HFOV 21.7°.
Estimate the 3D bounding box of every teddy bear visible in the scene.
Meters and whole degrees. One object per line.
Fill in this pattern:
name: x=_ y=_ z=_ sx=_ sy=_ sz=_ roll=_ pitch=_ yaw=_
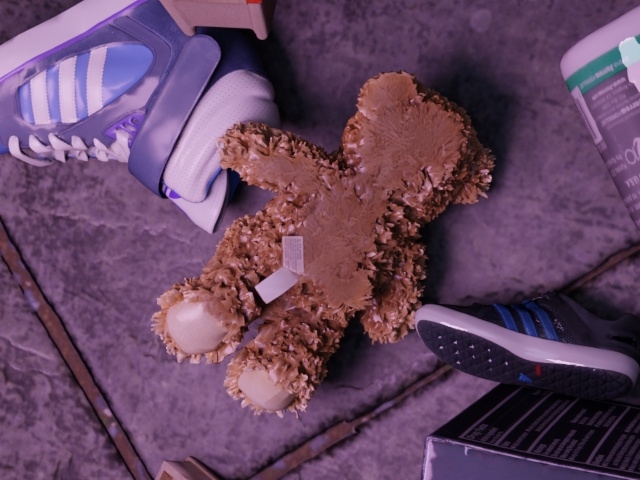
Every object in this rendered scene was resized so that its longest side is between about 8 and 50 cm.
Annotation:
teddy bear: x=0.000 y=0.000 z=1.496 sx=0.245 sy=0.113 sz=0.338 roll=22 pitch=96 yaw=-7

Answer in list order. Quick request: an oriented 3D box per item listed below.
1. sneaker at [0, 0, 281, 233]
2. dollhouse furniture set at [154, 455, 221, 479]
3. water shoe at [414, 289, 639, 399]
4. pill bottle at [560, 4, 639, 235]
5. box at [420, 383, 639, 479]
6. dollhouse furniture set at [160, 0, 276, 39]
sneaker: x=-0.193 y=-0.089 z=1.553 sx=0.323 sy=0.130 sz=0.236 roll=-31 pitch=80 yaw=11
dollhouse furniture set: x=-0.107 y=0.326 z=1.595 sx=0.161 sy=0.101 sz=0.182 roll=34 pitch=104 yaw=37
water shoe: x=0.186 y=0.083 z=1.485 sx=0.203 sy=0.073 sz=0.080 roll=16 pitch=54 yaw=12
pill bottle: x=0.359 y=-0.032 z=1.354 sx=0.204 sy=0.204 sz=0.361 roll=-27 pitch=86 yaw=17
box: x=0.247 y=0.242 z=1.358 sx=0.294 sy=0.296 sz=0.182 roll=10 pitch=97 yaw=17
dollhouse furniture set: x=-0.070 y=-0.317 z=1.450 sx=0.262 sy=0.135 sz=0.259 roll=5 pitch=67 yaw=14
